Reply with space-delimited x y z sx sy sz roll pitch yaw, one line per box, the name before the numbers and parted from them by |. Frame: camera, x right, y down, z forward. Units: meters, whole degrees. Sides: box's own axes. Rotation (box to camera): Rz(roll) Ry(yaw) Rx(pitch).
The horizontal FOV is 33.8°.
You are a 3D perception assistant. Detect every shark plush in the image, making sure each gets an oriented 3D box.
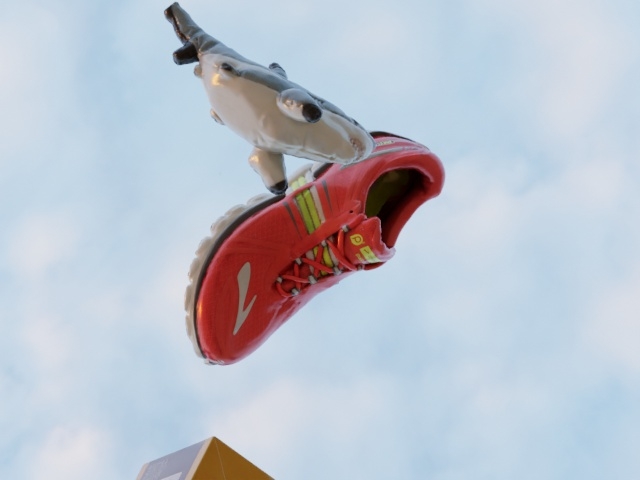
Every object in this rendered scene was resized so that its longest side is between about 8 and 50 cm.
shark plush | -0.042 -0.094 0.683 0.161 0.067 0.073 32 -49 22

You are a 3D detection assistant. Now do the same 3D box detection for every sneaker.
sneaker | 0.000 0.000 0.890 0.279 0.118 0.107 -46 -52 -23

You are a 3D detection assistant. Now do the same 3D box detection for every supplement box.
supplement box | -0.133 0.365 1.308 0.191 0.194 0.129 40 -128 -17
